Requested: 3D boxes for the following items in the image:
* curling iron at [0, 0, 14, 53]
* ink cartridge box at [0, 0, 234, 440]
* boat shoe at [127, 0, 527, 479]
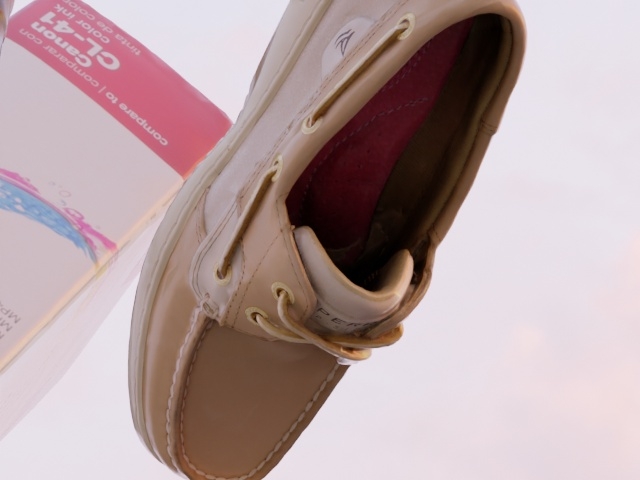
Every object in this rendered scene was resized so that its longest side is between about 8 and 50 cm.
[{"bbox_3d":[-0.123,-0.088,0.538,0.035,0.274,0.068,-17,-41,15],"label":"curling iron"},{"bbox_3d":[-0.195,0.041,0.771,0.226,0.131,0.306,-49,0,34],"label":"ink cartridge box"},{"bbox_3d":[0.000,0.000,0.423,0.063,0.059,0.170,10,-66,-30],"label":"boat shoe"}]
